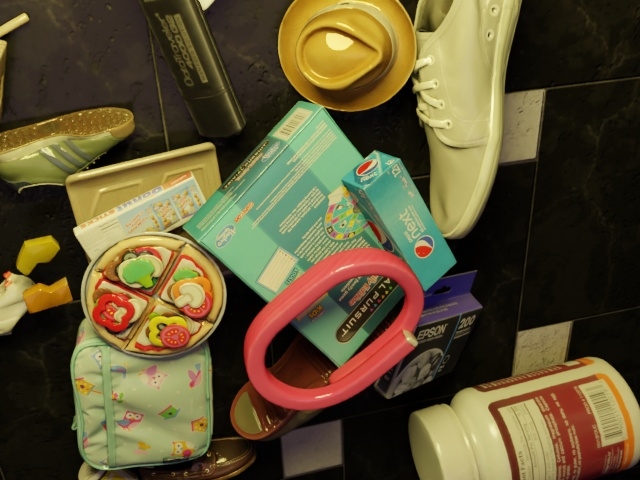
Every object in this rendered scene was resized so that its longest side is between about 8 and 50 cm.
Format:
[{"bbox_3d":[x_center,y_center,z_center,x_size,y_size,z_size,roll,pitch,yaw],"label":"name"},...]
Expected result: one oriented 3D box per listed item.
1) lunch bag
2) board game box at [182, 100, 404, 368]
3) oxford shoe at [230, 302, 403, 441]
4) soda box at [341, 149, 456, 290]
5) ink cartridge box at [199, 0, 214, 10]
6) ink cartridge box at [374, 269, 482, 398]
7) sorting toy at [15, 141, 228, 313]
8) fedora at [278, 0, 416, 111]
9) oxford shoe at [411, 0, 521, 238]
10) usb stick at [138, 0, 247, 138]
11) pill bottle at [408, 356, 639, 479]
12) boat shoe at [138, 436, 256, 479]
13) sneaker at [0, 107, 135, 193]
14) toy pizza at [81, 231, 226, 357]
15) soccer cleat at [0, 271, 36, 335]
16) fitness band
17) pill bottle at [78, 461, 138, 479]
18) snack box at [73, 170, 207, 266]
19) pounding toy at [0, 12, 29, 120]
[{"bbox_3d":[-0.289,0.247,1.094,0.224,0.108,0.279,-3,117,-16],"label":"lunch bag"},{"bbox_3d":[0.000,0.000,1.031,0.254,0.079,0.336,-48,123,-7],"label":"board game box"},{"bbox_3d":[0.003,0.223,1.190,0.348,0.123,0.130,-35,152,-2],"label":"oxford shoe"},{"bbox_3d":[0.118,-0.027,1.000,0.071,0.067,0.210,-41,121,-11],"label":"soda box"},{"bbox_3d":[-0.136,-0.431,0.818,0.232,0.066,0.189,-43,120,12],"label":"ink cartridge box"},{"bbox_3d":[0.199,0.160,1.183,0.206,0.045,0.208,-7,122,-46],"label":"ink cartridge box"},{"bbox_3d":[-0.285,-0.010,0.981,0.307,0.041,0.229,-17,125,-19],"label":"sorting toy"},{"bbox_3d":[0.030,-0.254,0.908,0.194,0.079,0.194,6,117,11],"label":"fedora"},{"bbox_3d":[0.185,-0.219,0.964,0.130,0.169,0.449,-3,111,-15],"label":"oxford shoe"},{"bbox_3d":[-0.169,-0.248,0.873,0.077,0.045,0.278,-3,135,18],"label":"usb stick"},{"bbox_3d":[0.385,0.375,1.299,0.392,0.224,0.224,-12,119,-10],"label":"pill bottle"},{"bbox_3d":[-0.220,0.395,1.214,0.207,0.073,0.073,-17,122,-8],"label":"boat shoe"},{"bbox_3d":[-0.343,-0.118,0.921,0.192,0.064,0.086,-17,136,-14],"label":"sneaker"},{"bbox_3d":[-0.234,0.084,0.953,0.201,0.032,0.201,-3,113,-8],"label":"toy pizza"},{"bbox_3d":[-0.499,0.125,0.994,0.196,0.068,0.076,-34,124,-1],"label":"soccer cleat"},{"bbox_3d":[0.022,0.136,0.995,0.291,0.054,0.209,-41,122,11],"label":"fitness band"},{"bbox_3d":[-0.362,0.425,1.191,0.065,0.065,0.116,-36,120,4],"label":"pill bottle"},{"bbox_3d":[-0.247,-0.030,0.947,0.178,0.022,0.064,-28,129,-11],"label":"snack box"},{"bbox_3d":[-0.438,-0.210,0.829,0.130,0.100,0.141,9,125,-20],"label":"pounding toy"}]
